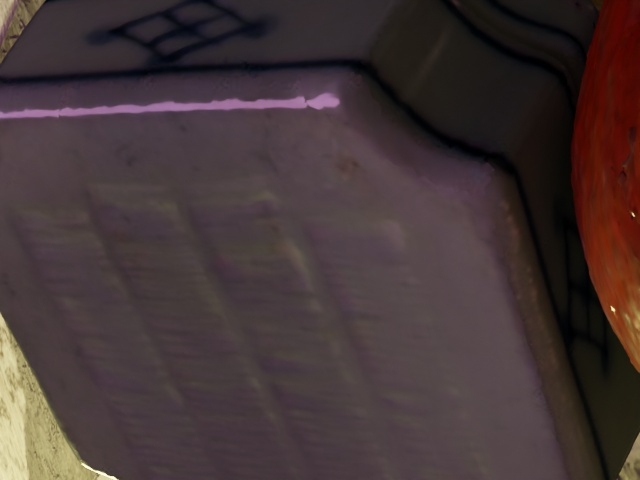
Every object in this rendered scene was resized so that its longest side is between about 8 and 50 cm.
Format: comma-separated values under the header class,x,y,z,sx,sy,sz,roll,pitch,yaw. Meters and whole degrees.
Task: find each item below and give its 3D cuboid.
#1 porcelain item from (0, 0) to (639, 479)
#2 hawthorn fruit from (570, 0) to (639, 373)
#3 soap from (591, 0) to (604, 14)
class,x,y,z,sx,sy,sz,roll,pitch,yaw
porcelain item,0.000,0.000,0.806,0.281,0.157,0.286,0,129,31
hawthorn fruit,0.207,-0.018,0.658,0.307,0.276,0.276,123,129,-69
soap,0.092,-0.068,0.988,0.315,0.091,0.199,26,123,54
